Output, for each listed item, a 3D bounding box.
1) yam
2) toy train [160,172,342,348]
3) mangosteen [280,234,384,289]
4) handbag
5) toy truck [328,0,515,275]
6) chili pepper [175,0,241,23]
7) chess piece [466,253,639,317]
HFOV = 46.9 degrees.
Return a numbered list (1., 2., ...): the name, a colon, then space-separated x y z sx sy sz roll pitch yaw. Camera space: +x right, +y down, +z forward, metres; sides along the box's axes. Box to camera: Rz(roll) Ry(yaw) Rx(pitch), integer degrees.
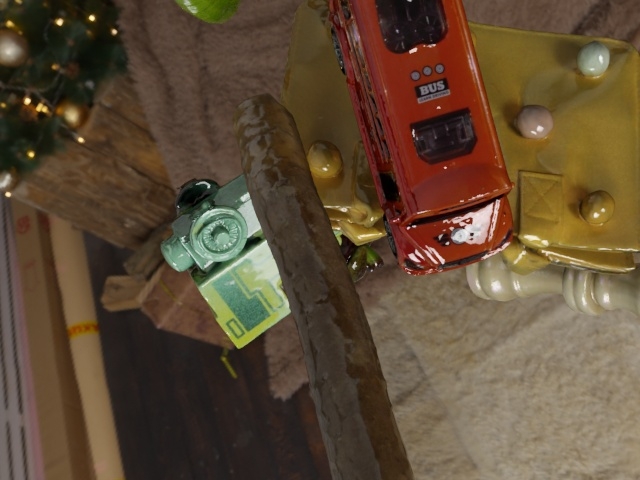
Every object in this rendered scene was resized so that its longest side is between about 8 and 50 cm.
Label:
1. yam: -0.004 0.025 0.398 0.045 0.045 0.327 -11 45 -7
2. toy train: -0.048 -0.036 1.112 0.369 0.237 0.150 -35 27 -6
3. mangosteen: -0.011 -0.003 1.268 0.216 0.216 0.216 -15 62 31
4. handbag: 0.152 -0.114 0.802 0.401 0.133 0.283 10 66 0
5. toy truck: 0.087 -0.095 0.609 0.107 0.114 0.252 -16 95 -2
6. chili pepper: -0.104 -0.228 0.673 0.052 0.202 0.050 -31 92 11
7. chess piece: 0.405 0.058 1.096 0.397 0.117 0.117 8 75 50
